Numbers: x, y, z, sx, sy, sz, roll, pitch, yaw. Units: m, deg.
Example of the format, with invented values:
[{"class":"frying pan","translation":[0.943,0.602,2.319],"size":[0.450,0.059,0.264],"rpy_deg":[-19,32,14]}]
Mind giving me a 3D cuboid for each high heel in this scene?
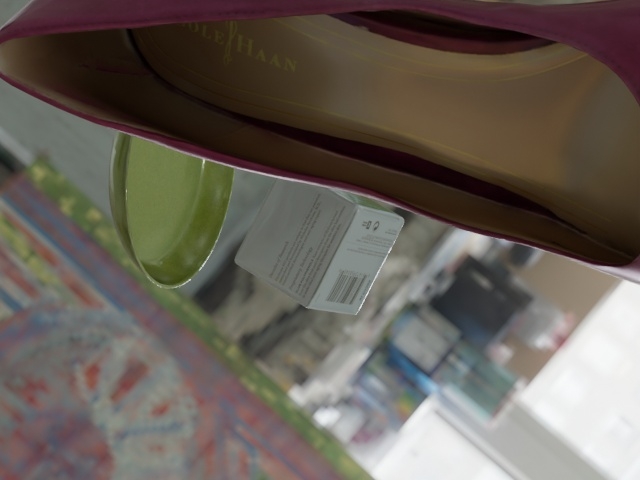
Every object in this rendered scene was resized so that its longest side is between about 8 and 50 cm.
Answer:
[{"class":"high heel","translation":[0.042,-0.035,0.743],"size":[0.181,0.377,0.127],"rpy_deg":[-27,127,-37]}]

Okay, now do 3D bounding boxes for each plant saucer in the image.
[{"class":"plant saucer","translation":[-0.150,-0.074,1.846],"size":[0.241,0.037,0.241],"rpy_deg":[7,90,-68]}]

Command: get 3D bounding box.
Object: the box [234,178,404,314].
[{"class":"box","translation":[0.000,0.000,1.625],"size":[0.101,0.087,0.102],"rpy_deg":[12,106,-63]}]
